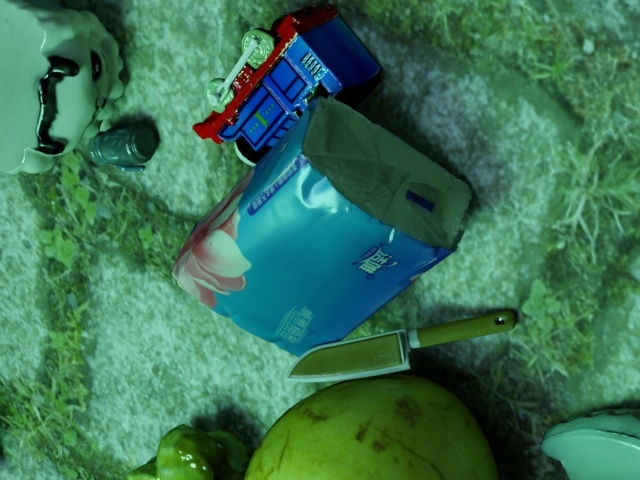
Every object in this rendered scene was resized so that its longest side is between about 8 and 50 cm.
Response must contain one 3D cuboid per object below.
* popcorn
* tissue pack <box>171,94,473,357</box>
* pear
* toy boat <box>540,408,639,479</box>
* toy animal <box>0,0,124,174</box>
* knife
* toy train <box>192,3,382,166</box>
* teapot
[{"bbox_3d":[-0.152,0.370,1.851,0.225,0.276,0.276,-146,44,-61],"label":"popcorn"},{"bbox_3d":[0.000,0.000,1.560,0.209,0.137,0.270,31,135,-18],"label":"tissue pack"},{"bbox_3d":[0.059,0.274,1.600,0.281,0.281,0.280,17,121,31],"label":"pear"},{"bbox_3d":[0.324,0.228,1.512,0.208,0.079,0.134,-13,105,52],"label":"toy boat"},{"bbox_3d":[-0.329,-0.195,1.748,0.204,0.156,0.208,25,116,25],"label":"toy animal"},{"bbox_3d":[0.083,0.116,1.575,0.256,0.022,0.046,-12,70,8],"label":"knife"},{"bbox_3d":[-0.041,-0.159,1.591,0.131,0.083,0.204,50,133,5],"label":"toy train"},{"bbox_3d":[-0.233,-0.113,1.793,0.083,0.063,0.049,-2,78,41],"label":"teapot"}]
